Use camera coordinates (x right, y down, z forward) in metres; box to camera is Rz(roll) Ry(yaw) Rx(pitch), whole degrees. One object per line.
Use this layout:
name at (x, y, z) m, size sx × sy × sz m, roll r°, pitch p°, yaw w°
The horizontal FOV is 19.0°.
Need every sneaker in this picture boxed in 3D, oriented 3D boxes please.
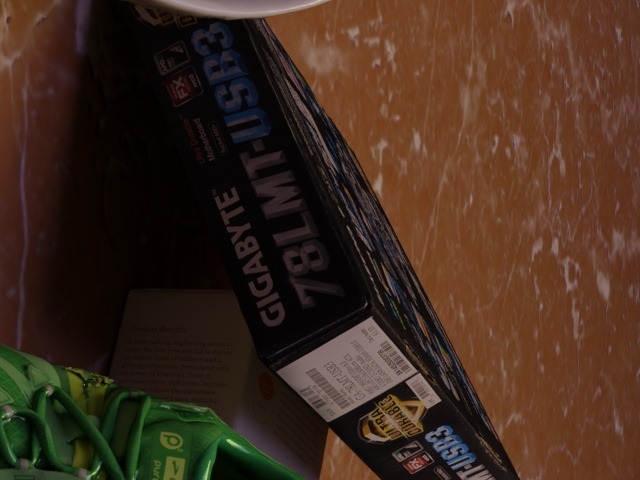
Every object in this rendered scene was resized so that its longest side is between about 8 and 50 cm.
sneaker at (-0.112, 0.102, 0.907) m, size 0.295 × 0.123 × 0.109 m, roll 20°, pitch 68°, yaw -42°

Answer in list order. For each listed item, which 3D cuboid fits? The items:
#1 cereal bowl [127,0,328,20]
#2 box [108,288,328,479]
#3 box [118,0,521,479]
cereal bowl at (-0.073, -0.283, 0.958) m, size 0.339 × 0.141 × 0.339 m, roll -7°, pitch 102°, yaw -36°
box at (-0.065, 0.131, 1.123) m, size 0.130 × 0.091 × 0.170 m, roll 52°, pitch 44°, yaw -55°
box at (0.000, 0.000, 1.131) m, size 0.295 × 0.073 × 0.293 m, roll 66°, pitch 6°, yaw 32°
